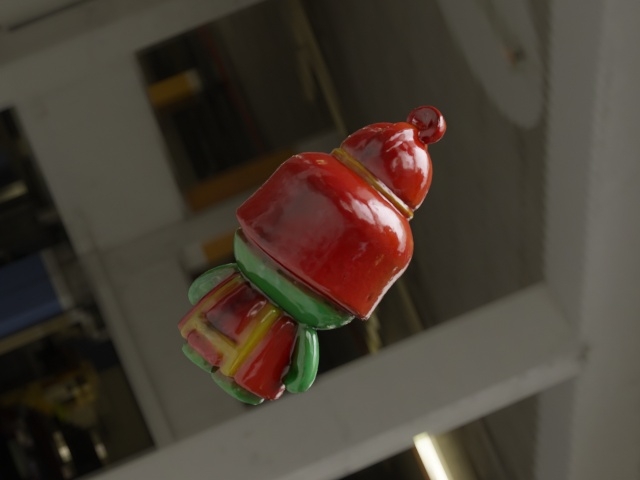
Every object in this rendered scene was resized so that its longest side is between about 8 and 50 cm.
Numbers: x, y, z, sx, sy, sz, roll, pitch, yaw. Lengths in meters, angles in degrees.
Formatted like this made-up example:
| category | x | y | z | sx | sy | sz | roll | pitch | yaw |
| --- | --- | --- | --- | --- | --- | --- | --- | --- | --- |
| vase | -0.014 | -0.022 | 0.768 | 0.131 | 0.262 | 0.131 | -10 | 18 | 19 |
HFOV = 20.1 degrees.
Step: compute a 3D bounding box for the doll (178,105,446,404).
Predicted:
| category | x | y | z | sx | sy | sz | roll | pitch | yaw |
| --- | --- | --- | --- | --- | --- | --- | --- | --- | --- |
| doll | 0.000 | 0.001 | 1.864 | 0.182 | 0.363 | 0.160 | 41 | -2 | 36 |
